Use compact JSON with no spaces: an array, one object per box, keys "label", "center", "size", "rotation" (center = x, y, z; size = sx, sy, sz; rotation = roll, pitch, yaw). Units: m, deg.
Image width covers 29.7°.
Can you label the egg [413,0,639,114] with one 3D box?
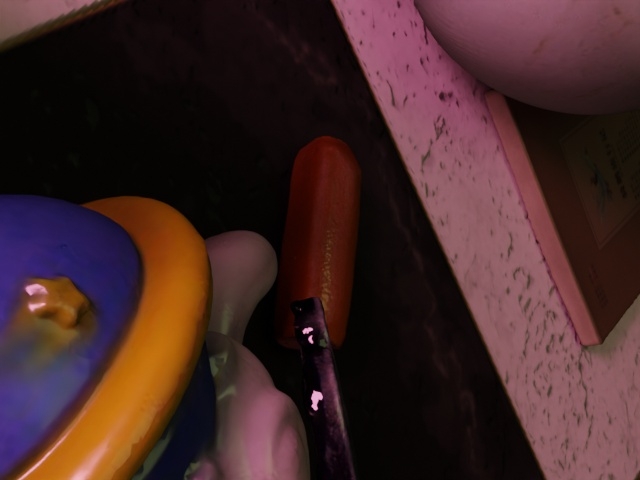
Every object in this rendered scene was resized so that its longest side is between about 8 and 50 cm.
[{"label":"egg","center":[0.209,-0.205,0.856],"size":[0.371,0.230,0.229],"rotation":[-11,86,-48]}]

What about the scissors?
[{"label":"scissors","center":[0.016,0.165,0.590],"size":[0.109,0.022,0.300],"rotation":[-103,-176,-58]}]

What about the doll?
[{"label":"doll","center":[-0.071,0.062,0.495],"size":[0.242,0.160,0.311],"rotation":[49,35,-24]}]

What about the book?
[{"label":"book","center":[0.249,-0.070,1.030],"size":[0.310,0.021,0.216],"rotation":[-34,105,-50]}]

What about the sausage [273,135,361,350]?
[{"label":"sausage","center":[0.000,0.000,0.688],"size":[0.039,0.041,0.131],"rotation":[28,57,-36]}]
